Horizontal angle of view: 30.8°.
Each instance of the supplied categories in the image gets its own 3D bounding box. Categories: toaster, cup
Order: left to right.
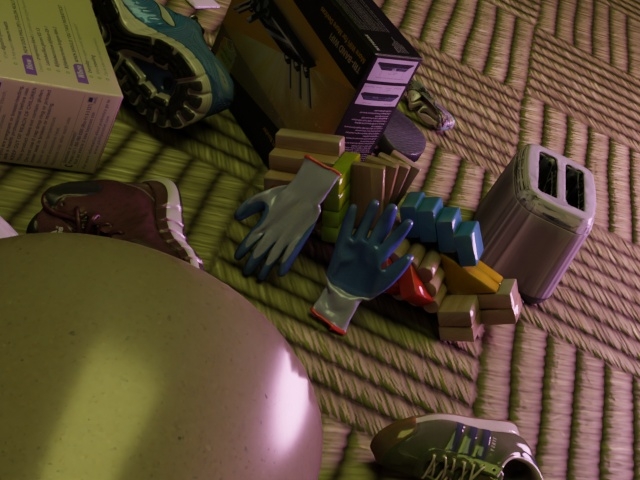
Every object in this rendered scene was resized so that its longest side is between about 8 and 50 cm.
[{"bbox_3d":[-0.175,0.196,0.743,0.331,0.331,0.237,23,32,-7],"label":"cup"},{"bbox_3d":[0.281,-0.025,1.539,0.129,0.146,0.227,25,34,-3],"label":"toaster"}]

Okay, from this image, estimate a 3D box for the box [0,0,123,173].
[{"bbox_3d":[-0.376,-0.198,1.331,0.243,0.117,0.213,6,39,-31],"label":"box"}]

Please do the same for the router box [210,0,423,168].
[{"bbox_3d":[-0.022,-0.229,1.511,0.081,0.243,0.309,-1,43,-37],"label":"router box"}]

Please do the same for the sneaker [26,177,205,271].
[{"bbox_3d":[-0.215,0.024,1.178,0.162,0.106,0.281,7,28,-21],"label":"sneaker"}]

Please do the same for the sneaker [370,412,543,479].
[{"bbox_3d":[0.148,0.227,1.179,0.192,0.064,0.086,7,34,-34],"label":"sneaker"}]

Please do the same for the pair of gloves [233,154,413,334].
[{"bbox_3d":[0.000,0.000,1.313,0.198,0.159,0.023,33,1,3],"label":"pair of gloves"}]

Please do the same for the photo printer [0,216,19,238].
[{"bbox_3d":[-0.380,0.054,0.997,0.256,0.107,0.307,44,36,23],"label":"photo printer"}]

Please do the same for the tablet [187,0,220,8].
[{"bbox_3d":[-0.198,-0.386,1.809,0.054,0.006,0.083,-12,51,-45],"label":"tablet"}]

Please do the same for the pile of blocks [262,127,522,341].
[{"bbox_3d":[0.082,-0.004,1.367,0.362,0.149,0.112,31,33,3],"label":"pile of blocks"}]

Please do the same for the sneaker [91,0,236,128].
[{"bbox_3d":[-0.242,-0.262,1.533,0.330,0.130,0.147,44,22,17],"label":"sneaker"}]

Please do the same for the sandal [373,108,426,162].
[{"bbox_3d":[0.079,-0.172,1.690,0.097,0.054,0.254,17,25,-29],"label":"sandal"}]

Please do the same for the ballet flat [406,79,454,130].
[{"bbox_3d":[0.160,-0.209,1.799,0.041,0.041,0.114,-9,48,-43],"label":"ballet flat"}]
